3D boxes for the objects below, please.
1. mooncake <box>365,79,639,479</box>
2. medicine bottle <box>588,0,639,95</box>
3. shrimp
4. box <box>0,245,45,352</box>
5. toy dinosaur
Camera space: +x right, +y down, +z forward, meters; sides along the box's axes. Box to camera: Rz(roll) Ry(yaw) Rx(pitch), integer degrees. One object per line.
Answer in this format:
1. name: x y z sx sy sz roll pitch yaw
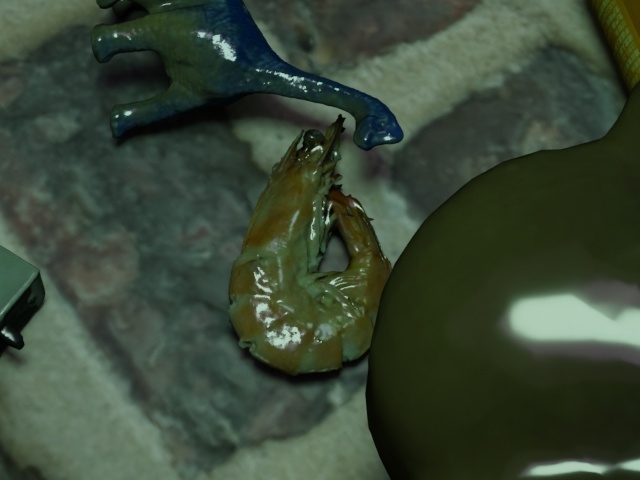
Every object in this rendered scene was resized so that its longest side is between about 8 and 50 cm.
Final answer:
1. mooncake: 0.248 0.125 0.692 0.467 0.262 0.467 -4 66 9
2. medicine bottle: 0.239 -0.119 0.945 0.096 0.096 0.191 -14 64 -9
3. shrimp: 0.000 0.000 0.907 0.099 0.041 0.180 11 61 1
4. box: -0.310 0.081 0.853 0.211 0.045 0.270 29 65 13
5. toy dinosaur: -0.051 -0.149 0.960 0.188 0.075 0.247 -6 54 1
